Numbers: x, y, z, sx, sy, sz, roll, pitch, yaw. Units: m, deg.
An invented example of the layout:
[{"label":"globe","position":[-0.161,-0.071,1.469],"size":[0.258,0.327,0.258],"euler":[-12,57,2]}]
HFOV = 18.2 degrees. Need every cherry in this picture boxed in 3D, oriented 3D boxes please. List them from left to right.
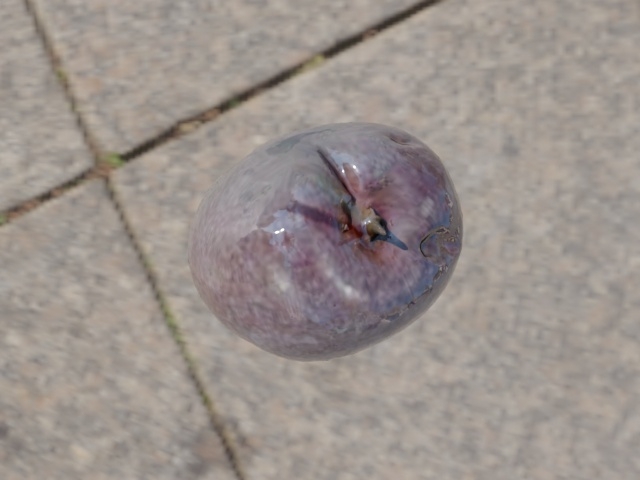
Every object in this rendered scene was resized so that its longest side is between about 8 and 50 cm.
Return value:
[{"label":"cherry","position":[-0.004,0.002,1.227],"size":[0.176,0.176,0.140],"euler":[-28,100,-23]}]
